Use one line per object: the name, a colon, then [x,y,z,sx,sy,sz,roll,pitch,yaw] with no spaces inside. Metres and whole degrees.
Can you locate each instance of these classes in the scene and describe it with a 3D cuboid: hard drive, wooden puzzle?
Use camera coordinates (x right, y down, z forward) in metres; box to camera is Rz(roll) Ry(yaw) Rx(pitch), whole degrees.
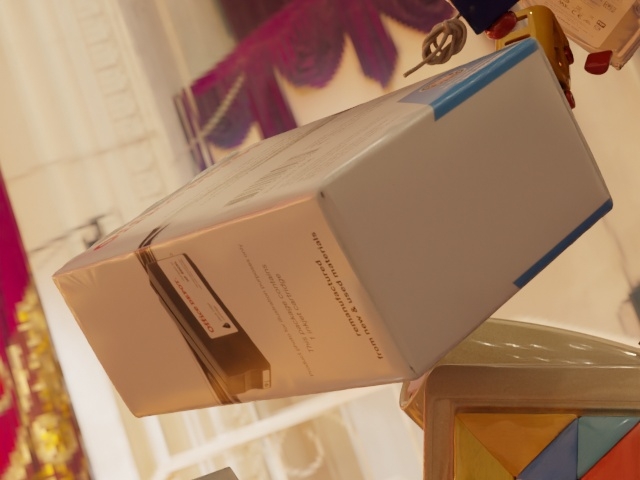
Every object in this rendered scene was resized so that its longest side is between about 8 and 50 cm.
hard drive: [0.383,-0.376,1.957,0.064,0.237,0.339,-54,-3,-14]
wooden puzzle: [0.183,0.216,1.128,0.221,0.239,0.044,-2,-14,25]

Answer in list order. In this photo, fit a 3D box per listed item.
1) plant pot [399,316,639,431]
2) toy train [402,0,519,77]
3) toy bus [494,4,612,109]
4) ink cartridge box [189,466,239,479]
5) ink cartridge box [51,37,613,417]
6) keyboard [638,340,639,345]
plant pot: [0.245,0.201,1.698,0.274,0.256,0.256,25,-22,-6]
toy train: [0.174,-0.294,1.674,0.248,0.105,0.143,-40,20,3]
toy bus: [0.293,-0.239,1.965,0.191,0.104,0.202,-46,37,-12]
ink cartridge box: [-0.063,0.248,0.938,0.072,0.175,0.127,-37,-12,14]
ink cartridge box: [0.000,0.000,1.196,0.285,0.166,0.395,-36,13,-38]
keyboard: [0.470,0.067,1.793,0.108,0.023,0.180,30,-86,-38]
